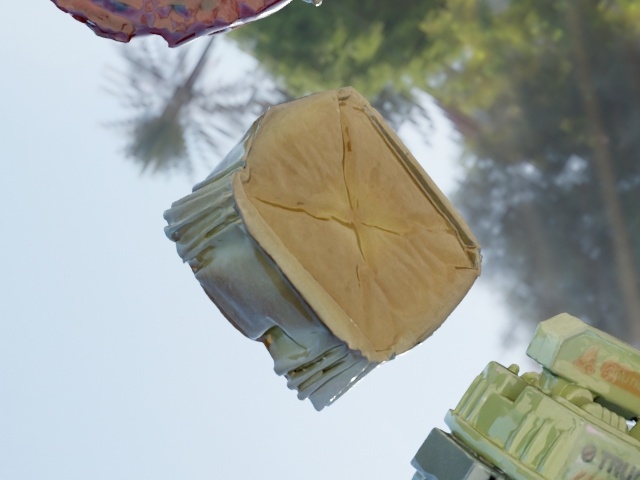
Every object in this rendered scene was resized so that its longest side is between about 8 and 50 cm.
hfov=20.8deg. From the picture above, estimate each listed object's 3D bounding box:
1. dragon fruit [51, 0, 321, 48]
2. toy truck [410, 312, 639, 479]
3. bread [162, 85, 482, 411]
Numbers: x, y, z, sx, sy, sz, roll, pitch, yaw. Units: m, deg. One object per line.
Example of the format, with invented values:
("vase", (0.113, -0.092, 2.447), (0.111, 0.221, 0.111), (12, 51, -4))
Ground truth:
("dragon fruit", (-0.051, -0.125, 0.612), (0.083, 0.162, 0.106), (-137, 29, -75))
("toy truck", (0.117, 0.094, 0.622), (0.169, 0.100, 0.077), (29, -178, -24))
("bread", (0.001, 0.002, 1.345), (0.210, 0.110, 0.192), (48, -131, -4))
